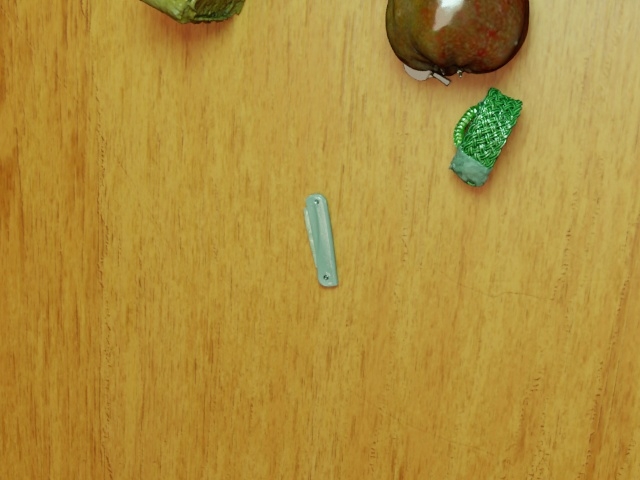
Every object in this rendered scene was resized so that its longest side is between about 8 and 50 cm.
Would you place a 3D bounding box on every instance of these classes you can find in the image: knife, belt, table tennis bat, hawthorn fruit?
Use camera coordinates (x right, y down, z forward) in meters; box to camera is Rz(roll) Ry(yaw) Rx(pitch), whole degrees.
[{"bbox_3d":[0.000,0.000,1.519,0.044,0.023,0.162,-6,101,15],"label":"knife"},{"bbox_3d":[0.242,-0.160,1.359,0.079,0.121,0.151,25,127,6],"label":"belt"},{"bbox_3d":[0.169,-0.271,1.414,0.083,0.007,0.050,36,109,7],"label":"table tennis bat"},{"bbox_3d":[0.205,-0.360,1.290,0.208,0.208,0.248,11,92,13],"label":"hawthorn fruit"}]

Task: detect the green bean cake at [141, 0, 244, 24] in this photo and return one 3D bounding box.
[{"bbox_3d":[-0.169,-0.452,1.356,0.131,0.230,0.224,29,113,9],"label":"green bean cake"}]
